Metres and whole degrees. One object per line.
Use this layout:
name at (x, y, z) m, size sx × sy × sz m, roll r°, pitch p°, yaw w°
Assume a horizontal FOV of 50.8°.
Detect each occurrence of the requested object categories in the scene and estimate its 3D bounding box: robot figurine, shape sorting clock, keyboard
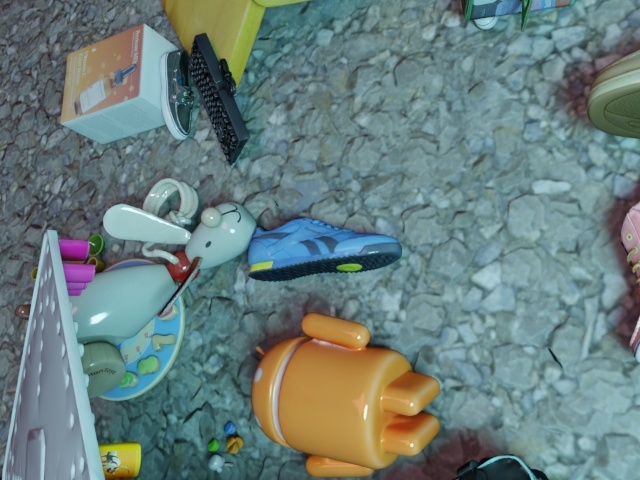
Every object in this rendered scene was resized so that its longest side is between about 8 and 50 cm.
robot figurine at (0.017, 0.174, 0.733) m, size 0.219 × 0.158 × 0.128 m, roll 4°, pitch 48°, yaw 31°
shape sorting clock at (-0.283, 0.126, 0.973) m, size 0.206 × 0.040 × 0.206 m, roll -9°, pitch 71°, yaw 28°
keyboard at (-0.146, -0.207, 0.954) m, size 0.180 × 0.023 × 0.108 m, roll 66°, pitch 148°, yaw 15°

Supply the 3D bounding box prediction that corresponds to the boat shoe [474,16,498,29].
boat shoe at (0.201, -0.310, 0.828) m, size 0.035 × 0.035 × 0.100 m, roll -2°, pitch 74°, yaw 29°

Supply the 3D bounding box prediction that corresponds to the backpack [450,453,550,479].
backpack at (0.160, 0.311, 0.592) m, size 0.166 × 0.144 × 0.188 m, roll -32°, pitch 42°, yaw 17°

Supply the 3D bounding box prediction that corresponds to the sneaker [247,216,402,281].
sneaker at (0.000, 0.000, 0.831) m, size 0.209 × 0.069 × 0.082 m, roll -7°, pitch 68°, yaw 28°

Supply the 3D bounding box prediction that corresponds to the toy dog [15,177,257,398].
toy dog at (-0.256, 0.047, 0.878) m, size 0.220 × 0.161 × 0.334 m, roll 32°, pitch 83°, yaw 28°

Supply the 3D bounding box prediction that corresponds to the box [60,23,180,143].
box at (-0.317, -0.245, 1.076) m, size 0.170 × 0.091 × 0.130 m, roll -11°, pitch 70°, yaw 27°

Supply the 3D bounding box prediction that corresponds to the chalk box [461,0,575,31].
chalk box at (0.221, -0.339, 0.747) m, size 0.132 × 0.132 × 0.213 m, roll -8°, pitch 71°, yaw 2°

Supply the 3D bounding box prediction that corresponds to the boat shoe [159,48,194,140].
boat shoe at (-0.214, -0.224, 1.025) m, size 0.040 × 0.049 × 0.142 m, roll -14°, pitch 80°, yaw 26°

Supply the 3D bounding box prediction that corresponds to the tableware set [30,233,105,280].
tableware set at (-0.404, 0.048, 1.076) m, size 0.154 × 0.024 × 0.104 m, roll -16°, pitch 67°, yaw 26°

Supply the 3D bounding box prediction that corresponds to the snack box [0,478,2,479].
snack box at (-0.420, 0.448, 0.917) m, size 0.322 × 0.060 × 0.187 m, roll 0°, pitch 75°, yaw 39°

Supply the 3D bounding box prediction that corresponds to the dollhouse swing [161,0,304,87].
dollhouse swing at (-0.058, -0.435, 1.002) m, size 0.315 × 0.305 × 0.347 m, roll -18°, pitch 59°, yaw -21°

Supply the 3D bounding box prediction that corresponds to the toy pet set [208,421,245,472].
toy pet set at (-0.120, 0.311, 0.825) m, size 0.122 × 0.065 × 0.114 m, roll -48°, pitch 23°, yaw 6°

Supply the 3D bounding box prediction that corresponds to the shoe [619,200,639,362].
shoe at (0.319, 0.027, 0.644) m, size 0.081 × 0.063 × 0.178 m, roll 26°, pitch 84°, yaw 35°

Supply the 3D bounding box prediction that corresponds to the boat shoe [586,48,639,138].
boat shoe at (0.418, -0.188, 0.625) m, size 0.341 × 0.121 × 0.110 m, roll -13°, pitch 64°, yaw 15°

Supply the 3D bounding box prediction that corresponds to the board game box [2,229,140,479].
board game box at (-0.268, 0.249, 0.685) m, size 0.390 × 0.050 × 0.390 m, roll 52°, pitch 129°, yaw 50°
